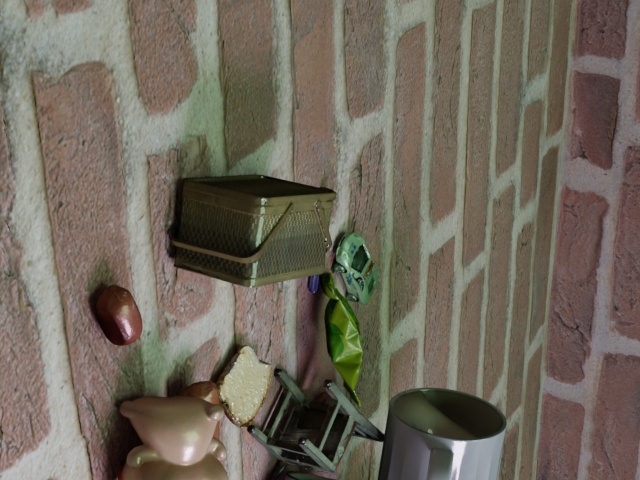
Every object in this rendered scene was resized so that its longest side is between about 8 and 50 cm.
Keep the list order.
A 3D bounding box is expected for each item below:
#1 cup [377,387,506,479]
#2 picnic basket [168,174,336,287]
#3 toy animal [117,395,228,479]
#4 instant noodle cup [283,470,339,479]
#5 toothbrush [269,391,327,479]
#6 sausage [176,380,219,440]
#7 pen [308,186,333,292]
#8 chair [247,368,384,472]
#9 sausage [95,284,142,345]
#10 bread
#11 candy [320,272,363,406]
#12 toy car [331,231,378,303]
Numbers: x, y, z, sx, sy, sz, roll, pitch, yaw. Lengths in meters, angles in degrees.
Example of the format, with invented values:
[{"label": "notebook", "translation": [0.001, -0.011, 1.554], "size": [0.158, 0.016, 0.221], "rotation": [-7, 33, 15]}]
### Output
[{"label": "cup", "translation": [0.224, 0.497, 2.129], "size": [0.323, 0.236, 0.327], "rotation": [-58, 157, -73]}, {"label": "picnic basket", "translation": [-0.104, -0.020, 1.741], "size": [0.266, 0.165, 0.139], "rotation": [-9, 110, -60]}, {"label": "toy animal", "translation": [-0.231, 0.339, 1.675], "size": [0.171, 0.171, 0.198], "rotation": [-11, 107, -60]}, {"label": "instant noodle cup", "translation": [-0.002, 0.582, 2.113], "size": [0.243, 0.243, 0.231], "rotation": [25, 78, -62]}, {"label": "toothbrush", "translation": [-0.063, 0.427, 2.163], "size": [0.321, 0.023, 0.031], "rotation": [-58, 154, -30]}, {"label": "sausage", "translation": [-0.209, 0.381, 1.812], "size": [0.087, 0.079, 0.327], "rotation": [-36, 134, -66]}, {"label": "pen", "translation": [0.000, 0.000, 2.095], "size": [0.025, 0.025, 0.204], "rotation": [-10, 110, -61]}, {"label": "chair", "translation": [-0.003, 0.374, 2.101], "size": [0.270, 0.136, 0.147], "rotation": [53, 53, -47]}, {"label": "sausage", "translation": [-0.287, 0.107, 1.568], "size": [0.054, 0.059, 0.094], "rotation": [-59, 146, -42]}, {"label": "bread", "translation": [-0.141, 0.252, 1.924], "size": [0.129, 0.044, 0.126], "rotation": [-59, 140, -26]}, {"label": "candy", "translation": [0.046, 0.186, 2.117], "size": [0.149, 0.069, 0.246], "rotation": [-115, -161, -83]}, {"label": "toy car", "translation": [0.077, 0.059, 2.232], "size": [0.093, 0.058, 0.186], "rotation": [-59, 148, -27]}]
